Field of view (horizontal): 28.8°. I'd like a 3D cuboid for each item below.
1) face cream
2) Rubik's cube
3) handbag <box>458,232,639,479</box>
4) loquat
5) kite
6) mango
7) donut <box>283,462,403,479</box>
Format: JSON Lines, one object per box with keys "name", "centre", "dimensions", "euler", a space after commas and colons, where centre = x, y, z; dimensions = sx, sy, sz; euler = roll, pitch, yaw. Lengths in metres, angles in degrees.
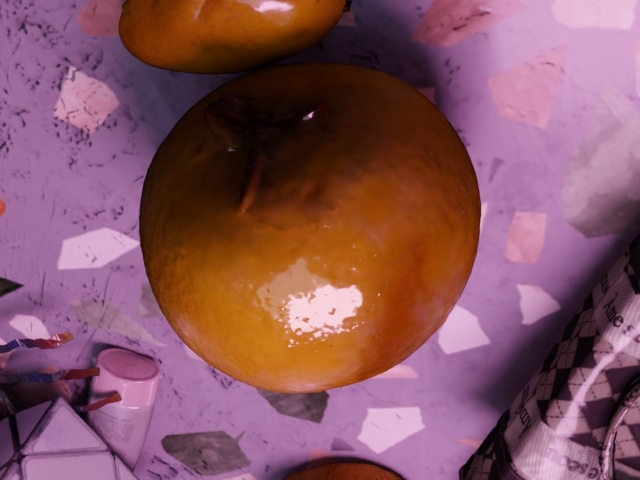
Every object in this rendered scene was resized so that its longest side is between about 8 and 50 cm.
{"name": "face cream", "centre": [-0.256, 0.223, 1.569], "dimensions": [0.084, 0.057, 0.198], "euler": [19, 126, 1]}
{"name": "Rubik's cube", "centre": [-0.361, 0.347, 1.525], "dimensions": [0.205, 0.207, 0.205], "euler": [-21, 116, 38]}
{"name": "handbag", "centre": [0.380, 0.192, 1.275], "dimensions": [0.316, 0.180, 0.416], "euler": [30, 111, -4]}
{"name": "loquat", "centre": [0.000, 0.000, 1.188], "dimensions": [0.328, 0.328, 0.359], "euler": [-10, 136, 19]}
{"name": "kite", "centre": [-0.421, 0.175, 1.555], "dimensions": [0.360, 0.022, 0.204], "euler": [-12, 122, 31]}
{"name": "mango", "centre": [-0.089, -0.222, 1.168], "dimensions": [0.227, 0.109, 0.147], "euler": [-10, 148, 18]}
{"name": "donut", "centre": [0.032, 0.383, 1.592], "dimensions": [0.226, 0.114, 0.226], "euler": [6, 127, 8]}
